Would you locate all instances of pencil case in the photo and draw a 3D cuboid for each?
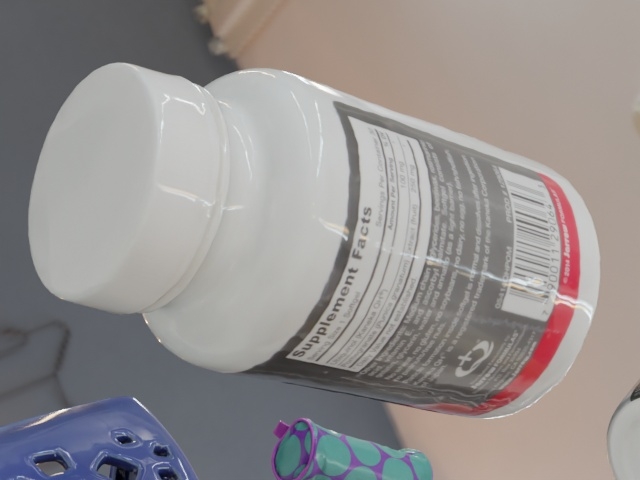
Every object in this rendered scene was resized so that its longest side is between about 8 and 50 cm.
[{"bbox_3d":[0.030,0.211,1.328,0.064,0.152,0.070,-53,-143,21],"label":"pencil case"}]

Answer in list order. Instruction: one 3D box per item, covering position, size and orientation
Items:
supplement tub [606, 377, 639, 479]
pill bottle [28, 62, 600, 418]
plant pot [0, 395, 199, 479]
[{"bbox_3d":[0.475,0.185,1.656,0.194,0.316,0.193,17,-59,29],"label":"supplement tub"},{"bbox_3d":[0.000,0.000,0.843,0.176,0.319,0.176,-22,-119,46],"label":"pill bottle"},{"bbox_3d":[-0.189,0.284,1.076,0.212,0.236,0.236,31,-60,40],"label":"plant pot"}]
